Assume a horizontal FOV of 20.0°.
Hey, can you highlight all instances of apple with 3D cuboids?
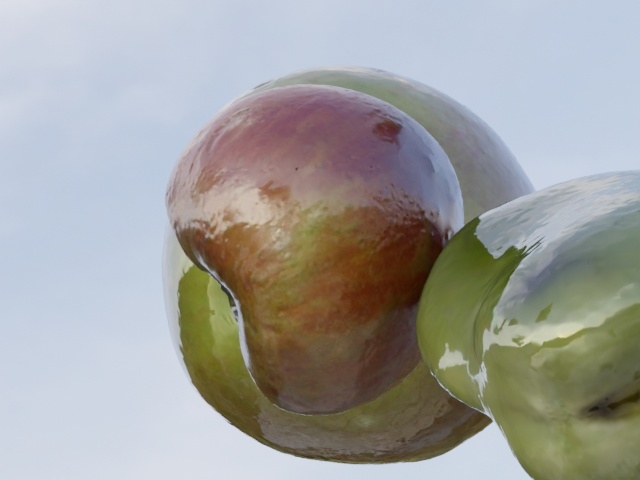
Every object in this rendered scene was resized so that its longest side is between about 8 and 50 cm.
[{"bbox_3d":[0.032,0.021,1.497,0.338,0.338,0.305,-15,-10,10],"label":"apple"},{"bbox_3d":[0.000,0.000,1.071,0.173,0.195,0.160,-21,-13,-49],"label":"apple"}]

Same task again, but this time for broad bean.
[{"bbox_3d":[0.139,0.025,0.933,0.189,0.263,0.121,-27,-67,3],"label":"broad bean"}]
